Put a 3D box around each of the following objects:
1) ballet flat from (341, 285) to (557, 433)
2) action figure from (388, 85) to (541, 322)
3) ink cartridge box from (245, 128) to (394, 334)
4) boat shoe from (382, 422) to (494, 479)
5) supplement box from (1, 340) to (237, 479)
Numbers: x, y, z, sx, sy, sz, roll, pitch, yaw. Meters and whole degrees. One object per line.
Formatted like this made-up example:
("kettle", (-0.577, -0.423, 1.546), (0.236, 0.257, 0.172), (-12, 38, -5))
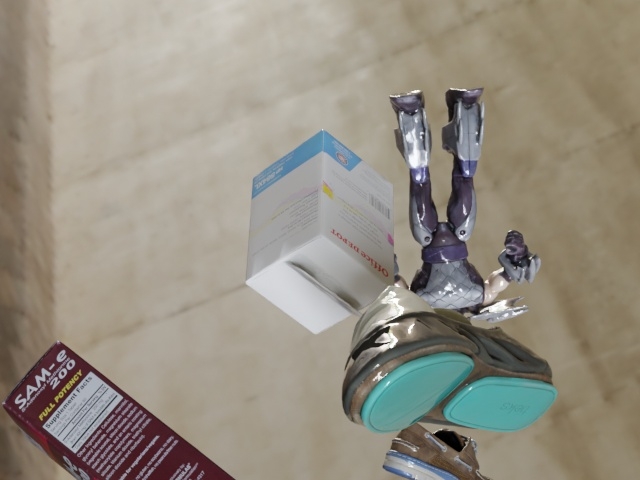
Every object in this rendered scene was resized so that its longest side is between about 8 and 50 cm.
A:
("ballet flat", (0.077, 0.089, 1.063), (0.096, 0.095, 0.280), (52, 16, 27))
("action figure", (0.123, -0.011, 1.489), (0.099, 0.185, 0.285), (-152, -124, -78))
("ink cartridge box", (0.000, 0.000, 1.226), (0.092, 0.090, 0.143), (38, 37, -31))
("boat shoe", (0.141, 0.240, 1.586), (0.066, 0.066, 0.183), (15, -9, 39))
("supplement box", (-0.139, 0.194, 1.195), (0.239, 0.073, 0.130), (37, -17, 12))
